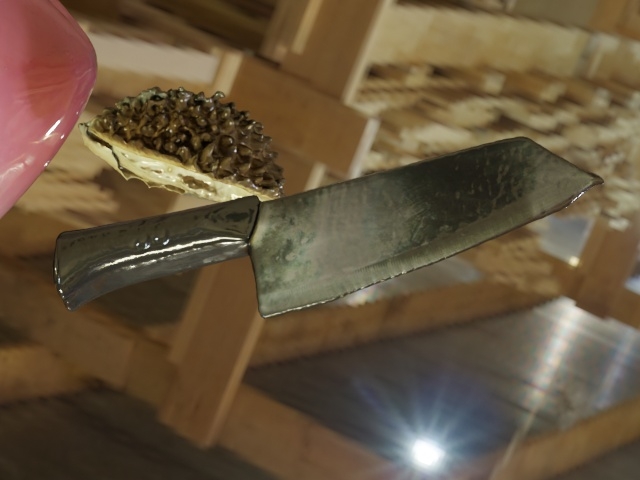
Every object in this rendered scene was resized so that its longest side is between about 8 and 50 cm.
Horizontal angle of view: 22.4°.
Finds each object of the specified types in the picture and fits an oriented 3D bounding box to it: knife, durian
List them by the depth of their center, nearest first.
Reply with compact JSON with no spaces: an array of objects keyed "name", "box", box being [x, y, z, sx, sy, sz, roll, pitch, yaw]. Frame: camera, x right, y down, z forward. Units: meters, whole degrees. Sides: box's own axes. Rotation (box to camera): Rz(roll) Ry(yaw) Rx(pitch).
[{"name":"knife","box":[0.000,0.000,0.653,0.028,0.230,0.060,62,-162,-56]},{"name":"durian","box":[-0.075,-0.056,0.941,0.130,0.052,0.066,19,159,-10]}]

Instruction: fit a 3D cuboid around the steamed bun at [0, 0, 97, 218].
[{"name":"steamed bun","box":[-0.283,-0.110,1.009,0.309,0.309,0.309,20,-165,-6]}]
